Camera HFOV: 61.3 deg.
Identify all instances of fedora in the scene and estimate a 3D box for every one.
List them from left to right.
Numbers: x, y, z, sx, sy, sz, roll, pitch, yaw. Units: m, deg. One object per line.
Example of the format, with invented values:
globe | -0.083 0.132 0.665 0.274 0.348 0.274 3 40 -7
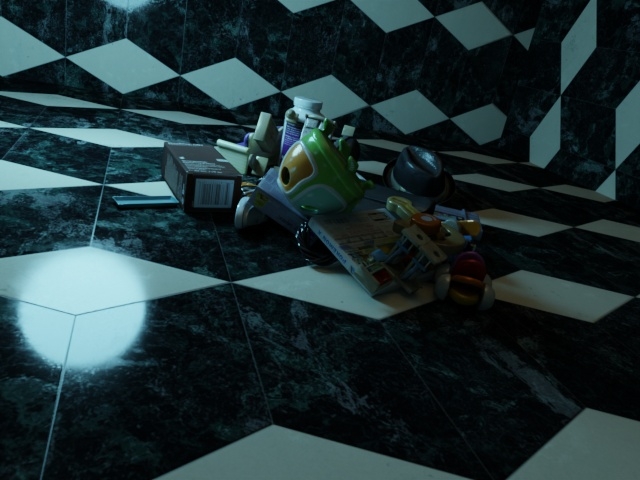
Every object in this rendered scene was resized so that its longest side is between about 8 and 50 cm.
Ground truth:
fedora | 0.430 -0.299 2.316 0.334 0.152 0.334 0 50 0

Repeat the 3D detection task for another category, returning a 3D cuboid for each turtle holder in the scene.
turtle holder | 0.010 -0.188 1.619 0.243 0.227 0.320 56 10 8

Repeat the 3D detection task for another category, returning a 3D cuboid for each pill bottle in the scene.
pill bottle | -0.078 -0.459 2.378 0.181 0.323 0.181 10 22 -4

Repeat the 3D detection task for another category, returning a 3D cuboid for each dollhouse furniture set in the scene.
dollhouse furniture set | -0.075 -0.373 2.151 0.355 0.303 0.174 15 -7 9
dollhouse furniture set | 0.208 0.065 1.384 0.129 0.129 0.183 47 38 19

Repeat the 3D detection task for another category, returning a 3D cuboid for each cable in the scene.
cable | 0.000 0.000 1.557 0.150 0.047 0.184 39 41 -2

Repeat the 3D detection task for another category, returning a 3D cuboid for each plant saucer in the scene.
plant saucer | -0.549 -0.122 1.702 0.192 0.018 0.067 -4 26 -37

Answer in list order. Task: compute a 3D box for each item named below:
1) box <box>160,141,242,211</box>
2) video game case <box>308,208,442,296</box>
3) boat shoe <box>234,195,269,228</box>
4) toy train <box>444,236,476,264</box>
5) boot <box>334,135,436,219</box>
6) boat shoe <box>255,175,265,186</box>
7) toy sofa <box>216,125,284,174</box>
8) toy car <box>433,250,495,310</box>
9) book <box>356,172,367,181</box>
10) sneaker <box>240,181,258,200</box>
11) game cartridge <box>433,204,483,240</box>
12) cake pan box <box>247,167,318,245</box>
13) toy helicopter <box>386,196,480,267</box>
box | -0.419 -0.227 1.873 0.191 0.143 0.381 -1 23 -28
video game case | 0.170 0.021 1.572 0.329 0.036 0.300 -9 47 -43
boat shoe | -0.200 -0.096 1.711 0.084 0.095 0.258 10 22 8
toy train | 0.403 0.014 1.732 0.184 0.105 0.080 24 21 27
boot | 0.201 -0.184 1.913 0.445 0.146 0.367 19 62 28
boat shoe | -0.151 -0.193 2.011 0.228 0.080 0.076 25 31 33
toy sofa | -0.299 -0.416 2.360 0.150 0.177 0.362 18 23 16
toy car | 0.398 0.098 1.472 0.159 0.136 0.182 14 21 7
book | 0.152 -0.210 2.182 0.035 0.096 0.144 5 23 -20
sneaker | -0.195 -0.151 1.893 0.215 0.084 0.083 -3 39 -26
game cartridge | 0.445 -0.095 2.102 0.355 0.068 0.230 14 17 6
cake pan box | -0.094 -0.117 1.736 0.245 0.070 0.267 36 20 -9
toy helicopter | 0.314 -0.055 1.623 0.235 0.140 0.355 -3 28 -20
